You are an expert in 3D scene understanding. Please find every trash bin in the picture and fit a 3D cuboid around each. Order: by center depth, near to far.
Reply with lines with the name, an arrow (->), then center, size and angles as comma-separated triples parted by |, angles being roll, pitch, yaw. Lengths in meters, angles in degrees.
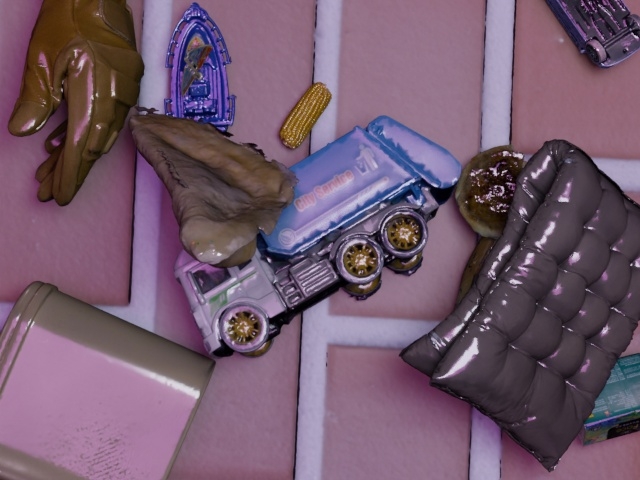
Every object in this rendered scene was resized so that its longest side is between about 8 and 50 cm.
trash bin -> -0.281, 0.202, 1.280 | 0.247, 0.121, 0.243 | 22, 87, -3

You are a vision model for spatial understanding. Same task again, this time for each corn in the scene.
corn -> -0.020, -0.159, 1.339 | 0.037, 0.037, 0.092 | 36, 87, 1

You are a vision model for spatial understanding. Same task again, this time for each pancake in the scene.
pancake -> 0.225, -0.054, 1.293 | 0.116, 0.022, 0.129 | -41, 64, -11

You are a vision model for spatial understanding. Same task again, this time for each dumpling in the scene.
dumpling -> -0.115, -0.049, 1.187 | 0.166, 0.332, 0.086 | 6, 121, -24

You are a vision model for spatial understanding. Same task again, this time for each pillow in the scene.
pillow -> 0.264, 0.072, 1.220 | 0.228, 0.101, 0.326 | 36, 83, -28

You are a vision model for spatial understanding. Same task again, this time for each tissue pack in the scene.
tissue pack -> 0.361, 0.200, 1.307 | 0.111, 0.079, 0.085 | -15, 51, -2

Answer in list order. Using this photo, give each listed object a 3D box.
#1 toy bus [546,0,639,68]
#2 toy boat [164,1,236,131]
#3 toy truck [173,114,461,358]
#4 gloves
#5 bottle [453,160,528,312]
toy bus -> 0.334, -0.294, 1.331 | 0.073, 0.076, 0.167 | -32, 86, -3
toy boat -> -0.151, -0.211, 1.305 | 0.091, 0.110, 0.175 | -3, 85, 1
toy truck -> 0.000, 0.000, 1.280 | 0.367, 0.146, 0.175 | -31, 80, -5
gloves -> -0.288, -0.202, 1.285 | 0.141, 0.154, 0.331 | 0, 80, 1
bottle -> 0.222, 0.029, 1.310 | 0.083, 0.083, 0.269 | 15, 79, 0
